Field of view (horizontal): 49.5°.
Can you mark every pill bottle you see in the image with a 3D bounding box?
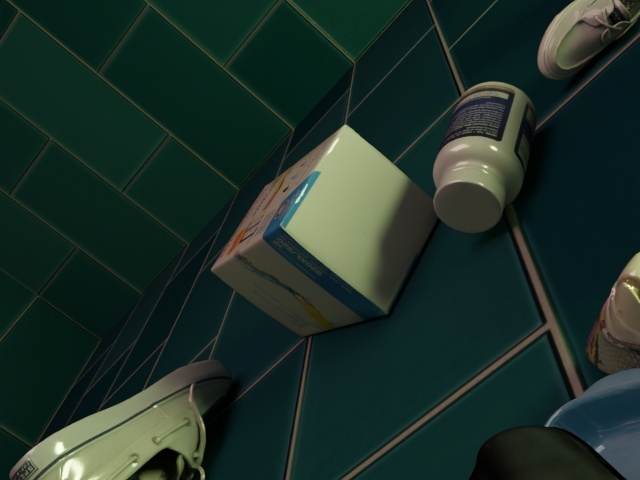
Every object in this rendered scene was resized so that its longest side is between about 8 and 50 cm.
[{"bbox_3d":[0.174,-0.089,0.746,0.094,0.094,0.169,-36,20,45],"label":"pill bottle"}]

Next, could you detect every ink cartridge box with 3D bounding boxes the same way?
[{"bbox_3d":[0.000,0.000,0.900,0.232,0.168,0.171,-28,27,58],"label":"ink cartridge box"}]

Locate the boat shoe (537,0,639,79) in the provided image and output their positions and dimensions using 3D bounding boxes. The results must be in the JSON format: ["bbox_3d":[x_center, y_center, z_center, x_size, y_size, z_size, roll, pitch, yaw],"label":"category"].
[{"bbox_3d":[0.327,-0.256,0.785,0.184,0.066,0.063,-40,14,1],"label":"boat shoe"}]

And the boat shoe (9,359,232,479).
[{"bbox_3d":[-0.215,0.284,0.935,0.136,0.156,0.367,-49,-15,25],"label":"boat shoe"}]

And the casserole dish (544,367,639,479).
[{"bbox_3d":[0.150,0.149,0.341,0.114,0.037,0.188,-35,20,47],"label":"casserole dish"}]

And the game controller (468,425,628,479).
[{"bbox_3d":[0.047,0.237,0.311,0.319,0.067,0.166,-61,-1,5],"label":"game controller"}]

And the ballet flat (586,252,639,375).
[{"bbox_3d":[0.207,0.038,0.360,0.077,0.079,0.221,-55,15,-13],"label":"ballet flat"}]
